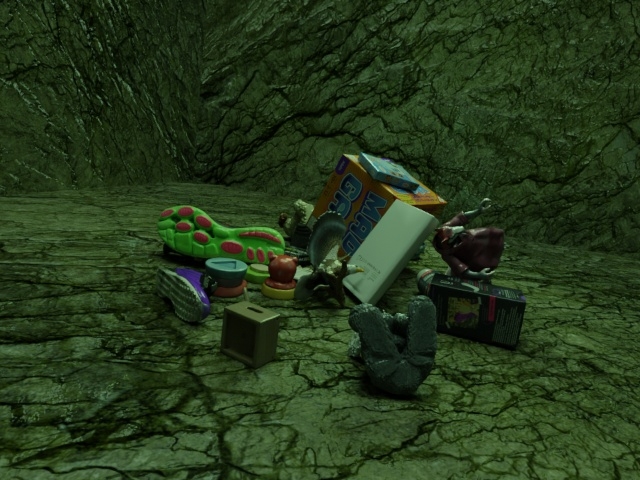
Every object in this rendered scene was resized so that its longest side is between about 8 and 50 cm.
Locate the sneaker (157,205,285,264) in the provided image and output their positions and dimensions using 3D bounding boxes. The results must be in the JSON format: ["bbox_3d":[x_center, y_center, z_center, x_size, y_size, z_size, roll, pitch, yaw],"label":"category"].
[{"bbox_3d":[-0.377,0.007,1.743,0.482,0.185,0.202,17,-16,-4],"label":"sneaker"}]

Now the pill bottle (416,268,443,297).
[{"bbox_3d":[0.404,0.163,1.646,0.107,0.108,0.180,6,12,-8],"label":"pill bottle"}]

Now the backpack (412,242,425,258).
[{"bbox_3d":[0.454,0.043,2.281,0.114,0.084,0.105,-10,21,-41],"label":"backpack"}]

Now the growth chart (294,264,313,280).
[{"bbox_3d":[-0.080,0.124,1.712,0.237,0.021,0.172,17,15,37],"label":"growth chart"}]

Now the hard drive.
[{"bbox_3d":[0.217,0.036,1.565,0.047,0.353,0.233,36,2,-29],"label":"hard drive"}]

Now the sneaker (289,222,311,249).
[{"bbox_3d":[0.000,0.000,2.039,0.295,0.147,0.104,15,12,23],"label":"sneaker"}]

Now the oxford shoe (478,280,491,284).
[{"bbox_3d":[0.557,0.176,1.705,0.096,0.099,0.271,16,15,34],"label":"oxford shoe"}]

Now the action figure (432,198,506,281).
[{"bbox_3d":[0.467,0.005,1.556,0.370,0.248,0.275,18,-12,-42],"label":"action figure"}]

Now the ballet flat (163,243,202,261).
[{"bbox_3d":[-0.517,0.048,1.749,0.173,0.049,0.057,19,10,18],"label":"ballet flat"}]

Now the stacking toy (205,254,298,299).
[{"bbox_3d":[-0.238,0.085,1.532,0.308,0.131,0.279,4,13,-20],"label":"stacking toy"}]

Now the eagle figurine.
[{"bbox_3d":[0.034,0.078,1.527,0.225,0.226,0.298,31,25,-29],"label":"eagle figurine"}]

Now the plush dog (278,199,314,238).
[{"bbox_3d":[-0.086,-0.053,2.258,0.262,0.211,0.225,33,-17,-30],"label":"plush dog"}]

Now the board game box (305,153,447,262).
[{"bbox_3d":[0.232,-0.110,1.949,0.356,0.357,0.356,43,29,27],"label":"board game box"}]

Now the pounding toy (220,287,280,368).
[{"bbox_3d":[-0.163,0.196,1.069,0.141,0.130,0.100,15,14,31],"label":"pounding toy"}]

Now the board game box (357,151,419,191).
[{"bbox_3d":[0.265,-0.268,1.810,0.211,0.039,0.160,12,30,-32],"label":"board game box"}]

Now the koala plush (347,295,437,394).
[{"bbox_3d":[0.153,0.238,1.072,0.196,0.204,0.221,-6,-7,-9],"label":"koala plush"}]

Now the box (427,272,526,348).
[{"bbox_3d":[0.461,0.205,1.404,0.270,0.144,0.165,11,11,17],"label":"box"}]

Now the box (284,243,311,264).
[{"bbox_3d":[-0.125,0.055,1.913,0.190,0.045,0.184,13,6,28],"label":"box"}]

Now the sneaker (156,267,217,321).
[{"bbox_3d":[-0.347,0.135,1.295,0.146,0.102,0.293,0,15,-37],"label":"sneaker"}]
